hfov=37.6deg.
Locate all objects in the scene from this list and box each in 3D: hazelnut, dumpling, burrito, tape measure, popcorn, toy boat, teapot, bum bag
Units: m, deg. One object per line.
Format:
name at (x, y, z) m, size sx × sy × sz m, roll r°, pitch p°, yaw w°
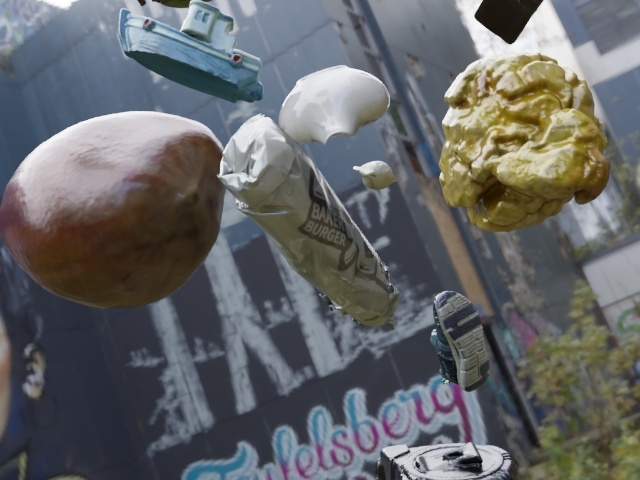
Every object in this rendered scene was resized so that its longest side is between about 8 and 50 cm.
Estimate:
hazelnut at (-0.317, -0.050, 1.515) m, size 0.366 × 0.365 × 0.366 m, roll -20°, pitch -14°, yaw -5°
dumpling at (0.092, -0.116, 1.604) m, size 0.076 × 0.057 × 0.052 m, roll -25°, pitch -39°, yaw -26°
burrito at (0.000, 0.000, 1.166) m, size 0.101 × 0.139 × 0.445 m, roll -37°, pitch -39°, yaw 2°
tape measure at (0.175, 0.329, 1.245) m, size 0.186 × 0.112 × 0.199 m, roll -5°, pitch 11°, yaw -4°
popcorn at (0.284, -0.134, 1.361) m, size 0.225 × 0.332 × 0.265 m, roll 26°, pitch -70°, yaw -25°
toy boat at (-0.164, -0.260, 1.240) m, size 0.215 × 0.102 × 0.088 m, roll 19°, pitch -16°, yaw -1°
teapot at (0.017, -0.169, 1.202) m, size 0.145 × 0.092 × 0.226 m, roll -16°, pitch 3°, yaw 10°
bum bag at (0.373, -0.465, 1.887) m, size 0.026 × 0.109 × 0.159 m, roll -49°, pitch -7°, yaw -27°

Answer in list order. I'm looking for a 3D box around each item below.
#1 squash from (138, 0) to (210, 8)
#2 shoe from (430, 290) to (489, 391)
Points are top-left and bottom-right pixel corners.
squash at (-0.242, -0.512, 1.859) m, size 0.087 × 0.087 × 0.331 m, roll -34°, pitch 2°, yaw 41°
shoe at (0.182, 0.135, 1.281) m, size 0.064 × 0.142 × 0.071 m, roll -27°, pitch 18°, yaw -35°
